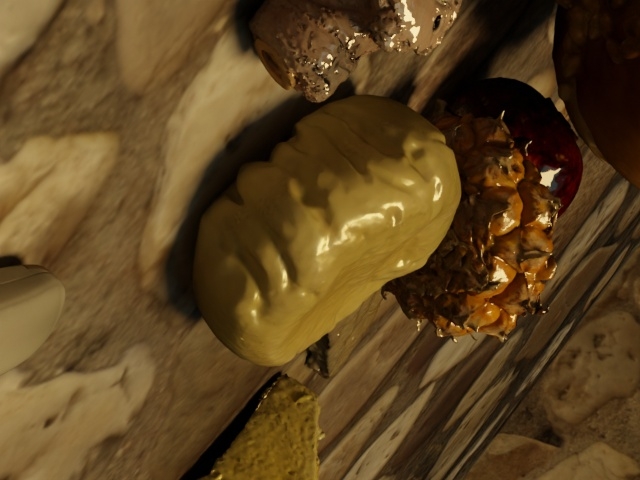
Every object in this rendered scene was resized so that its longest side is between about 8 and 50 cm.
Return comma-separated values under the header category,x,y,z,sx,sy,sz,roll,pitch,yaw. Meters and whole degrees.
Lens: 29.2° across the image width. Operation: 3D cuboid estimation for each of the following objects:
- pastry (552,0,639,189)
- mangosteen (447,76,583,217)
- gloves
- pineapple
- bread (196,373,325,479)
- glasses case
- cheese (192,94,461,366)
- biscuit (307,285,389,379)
category,x,y,z,sx,sy,sz,roll,pitch,yaw
pastry,0.340,-0.219,1.010,0.409,0.245,0.409,-52,-162,24
mangosteen,0.156,-0.056,1.132,0.181,0.146,0.156,-53,164,-1
gloves,0.026,-0.147,0.763,0.144,0.094,0.110,-48,151,8
pineapple,0.106,-0.009,1.031,0.076,0.225,0.224,-17,142,-38
bread,-0.082,0.278,1.275,0.263,0.199,0.236,88,9,-63
glasses case,-0.199,0.053,0.649,0.164,0.041,0.063,-22,145,-58
cheese,0.000,0.000,0.921,0.214,0.117,0.226,-34,159,-30
biscuit,0.032,0.048,1.199,0.133,0.032,0.250,-47,160,-17
